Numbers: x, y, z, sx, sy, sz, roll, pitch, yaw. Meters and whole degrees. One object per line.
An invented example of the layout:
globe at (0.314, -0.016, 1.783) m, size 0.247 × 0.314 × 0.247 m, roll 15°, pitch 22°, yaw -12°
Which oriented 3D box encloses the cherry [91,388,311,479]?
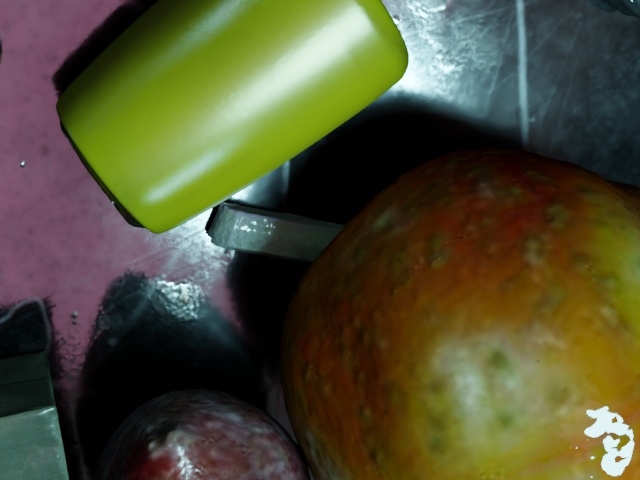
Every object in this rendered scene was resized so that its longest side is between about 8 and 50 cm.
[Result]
cherry at (-0.103, 0.239, 1.050) m, size 0.203 × 0.230 × 0.300 m, roll 0°, pitch 144°, yaw -1°

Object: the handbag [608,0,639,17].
handbag at (0.424, -0.270, 1.142) m, size 0.332 × 0.075 × 0.192 m, roll 12°, pitch 105°, yaw -19°

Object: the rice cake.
rice cake at (0.000, 0.000, 1.130) m, size 0.206 × 0.036 × 0.047 m, roll 7°, pitch 95°, yaw -15°

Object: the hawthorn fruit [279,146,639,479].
hawthorn fruit at (0.173, 0.142, 1.006) m, size 0.403 × 0.403 × 0.403 m, roll -3°, pitch 106°, yaw -12°

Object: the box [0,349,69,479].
box at (-0.288, 0.235, 1.065) m, size 0.149 × 0.155 × 0.231 m, roll -11°, pitch 106°, yaw -13°

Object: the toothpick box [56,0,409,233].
toothpick box at (-0.079, -0.130, 1.004) m, size 0.271 × 0.175 × 0.175 m, roll -37°, pitch 110°, yaw 1°
